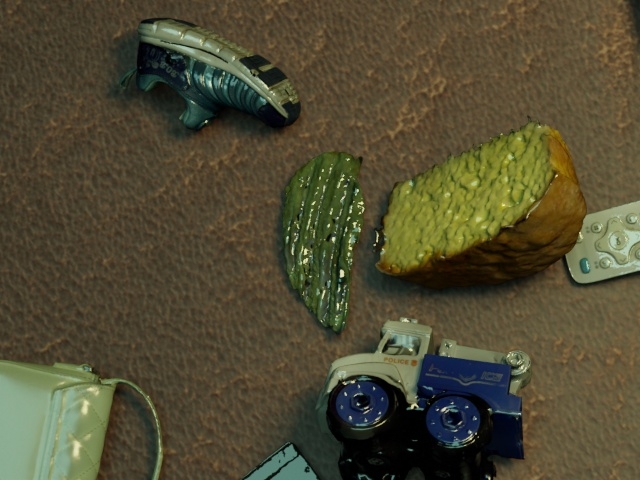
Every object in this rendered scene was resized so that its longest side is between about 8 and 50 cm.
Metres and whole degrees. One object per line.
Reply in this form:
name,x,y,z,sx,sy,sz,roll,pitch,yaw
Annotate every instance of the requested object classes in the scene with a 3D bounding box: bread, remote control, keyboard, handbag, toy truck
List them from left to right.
handbag,-0.284,0.256,1.832,0.219,0.079,0.256,10,80,1
keyboard,-0.101,0.310,1.811,0.231,0.023,0.072,-37,81,1
toy truck,0.108,0.166,1.753,0.213,0.161,0.177,8,60,12
bread,0.187,-0.023,1.774,0.260,0.134,0.129,-21,52,43
remote control,0.369,-0.013,1.792,0.229,0.044,0.073,-16,81,15

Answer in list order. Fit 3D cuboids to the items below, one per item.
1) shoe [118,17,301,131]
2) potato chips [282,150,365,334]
shoe,-0.120,-0.171,1.896,0.207,0.091,0.106,23,105,10
potato chips,0.000,0.000,1.860,0.092,0.028,0.207,3,76,12
